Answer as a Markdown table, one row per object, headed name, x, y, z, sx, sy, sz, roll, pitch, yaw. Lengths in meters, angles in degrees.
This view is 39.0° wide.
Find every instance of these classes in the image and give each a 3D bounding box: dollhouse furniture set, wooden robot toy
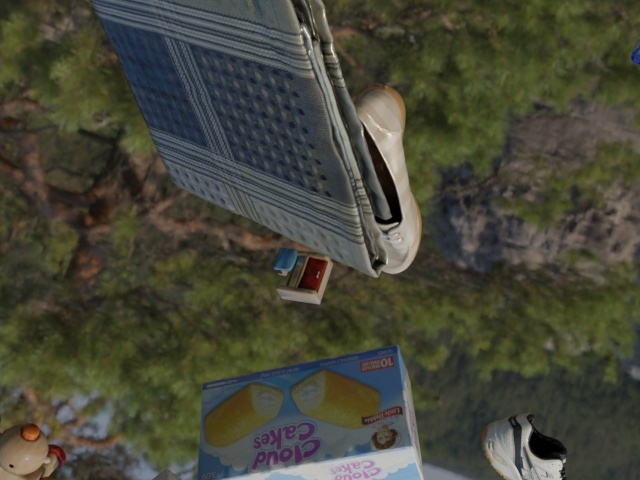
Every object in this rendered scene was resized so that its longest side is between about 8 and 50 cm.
| name | x | y | z | sx | sy | sz | roll | pitch | yaw |
| --- | --- | --- | --- | --- | --- | --- | --- | --- | --- |
| dollhouse furniture set | 0.000 | 0.000 | 1.562 | 0.129 | 0.183 | 0.129 | 7 | 151 | 23 |
| wooden robot toy | -0.225 | 0.152 | 0.661 | 0.173 | 0.079 | 0.076 | 31 | -148 | -1 |

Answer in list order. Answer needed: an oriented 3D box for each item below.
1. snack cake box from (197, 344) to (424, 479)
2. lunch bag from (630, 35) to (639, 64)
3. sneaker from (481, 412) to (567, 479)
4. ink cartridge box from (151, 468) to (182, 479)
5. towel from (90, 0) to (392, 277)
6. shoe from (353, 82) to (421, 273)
| name | x | y | z | sx | sy | sz | roll | pitch | yaw |
| --- | --- | --- | --- | --- | --- | --- | --- | --- | --- |
| snack cake box | -0.014 | 0.239 | 1.130 | 0.264 | 0.152 | 0.089 | -12 | 134 | 8 |
| lunch bag | 0.505 | -0.294 | 1.211 | 0.151 | 0.128 | 0.096 | 1 | 139 | 45 |
| sneaker | 0.128 | 0.133 | 0.510 | 0.083 | 0.037 | 0.032 | 49 | -151 | -13 |
| ink cartridge box | -0.125 | 0.354 | 0.873 | 0.160 | 0.092 | 0.219 | 44 | -172 | -20 |
| towel | -0.077 | -0.131 | 0.815 | 0.324 | 0.056 | 0.312 | 25 | 146 | 40 |
| shoe | 0.056 | -0.050 | 0.920 | 0.077 | 0.058 | 0.219 | 7 | 127 | 24 |
